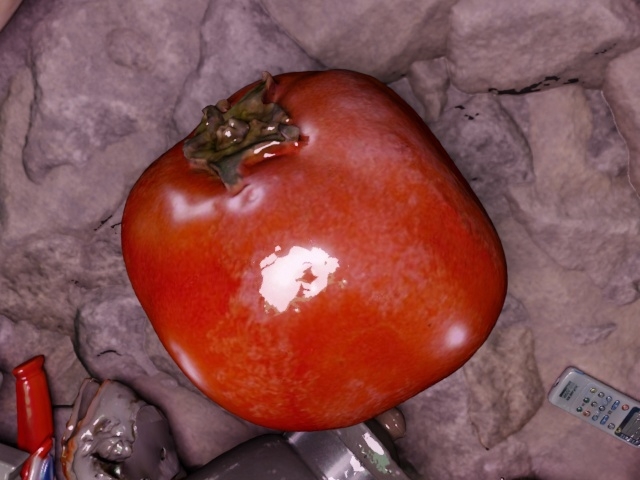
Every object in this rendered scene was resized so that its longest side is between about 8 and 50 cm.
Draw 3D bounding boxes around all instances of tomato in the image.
[{"bbox_3d":[0.000,0.000,0.572,0.293,0.325,0.290,-33,124,3],"label":"tomato"}]

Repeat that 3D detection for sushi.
[{"bbox_3d":[-0.215,0.325,0.764,0.130,0.124,0.332,-10,102,30],"label":"sushi"}]

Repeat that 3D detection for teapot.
[{"bbox_3d":[0.010,0.301,0.649,0.285,0.223,0.305,-43,51,-13],"label":"teapot"}]

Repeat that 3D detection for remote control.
[{"bbox_3d":[0.327,0.193,0.729,0.124,0.018,0.053,29,105,-1],"label":"remote control"}]

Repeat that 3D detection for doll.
[{"bbox_3d":[-0.372,0.345,0.813,0.188,0.099,0.384,-11,95,10],"label":"doll"}]

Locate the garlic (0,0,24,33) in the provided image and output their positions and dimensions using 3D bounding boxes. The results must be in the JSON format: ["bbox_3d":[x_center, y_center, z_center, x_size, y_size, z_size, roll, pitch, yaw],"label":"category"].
[{"bbox_3d":[-0.416,-0.310,0.637,0.279,0.132,0.325,39,107,-4],"label":"garlic"}]

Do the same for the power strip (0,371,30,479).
[{"bbox_3d":[-0.422,0.252,0.749,0.145,0.061,0.216,21,98,1],"label":"power strip"}]

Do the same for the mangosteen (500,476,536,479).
[{"bbox_3d":[0.243,0.390,0.693,0.243,0.243,0.243,1,103,6],"label":"mangosteen"}]
